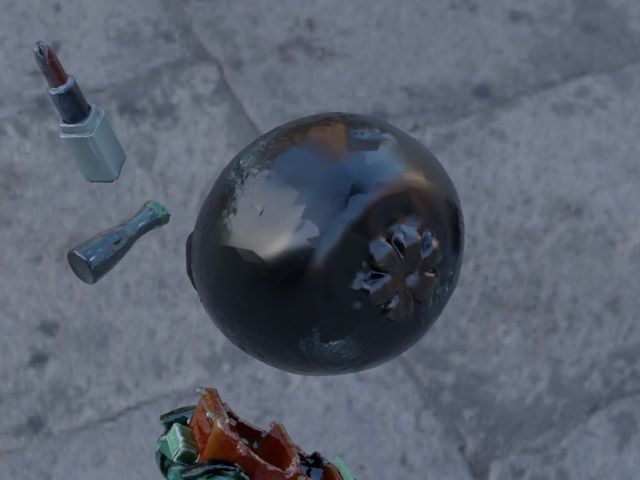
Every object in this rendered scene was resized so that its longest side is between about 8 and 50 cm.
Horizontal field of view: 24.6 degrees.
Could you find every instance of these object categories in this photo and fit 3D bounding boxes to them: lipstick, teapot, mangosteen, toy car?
[{"bbox_3d":[-0.154,-0.083,0.917,0.025,0.107,0.025,0,47,23],"label":"lipstick"},{"bbox_3d":[-0.202,-0.001,1.482,0.043,0.043,0.110,36,55,25],"label":"teapot"},{"bbox_3d":[0.000,0.000,1.168,0.242,0.243,0.243,2,49,-2],"label":"mangosteen"},{"bbox_3d":[-0.010,0.122,0.680,0.143,0.054,0.073,30,9,-21],"label":"toy car"}]
